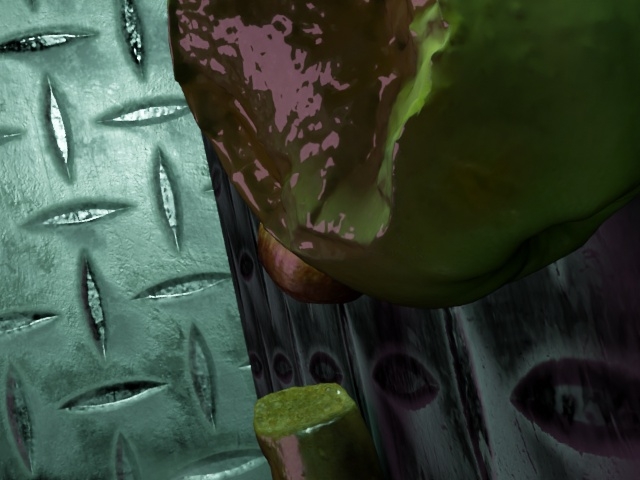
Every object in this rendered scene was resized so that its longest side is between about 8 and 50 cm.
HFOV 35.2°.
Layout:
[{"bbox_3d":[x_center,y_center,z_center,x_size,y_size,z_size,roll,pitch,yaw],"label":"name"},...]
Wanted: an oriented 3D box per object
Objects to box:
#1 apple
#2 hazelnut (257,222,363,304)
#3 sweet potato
[{"bbox_3d":[0.056,-0.100,0.532,0.279,0.279,0.279,169,90,-79],"label":"apple"},{"bbox_3d":[0.000,0.000,1.149,0.154,0.143,0.143,31,142,28],"label":"hazelnut"},{"bbox_3d":[0.024,0.362,1.386,0.158,0.158,0.369,106,146,-66],"label":"sweet potato"}]
